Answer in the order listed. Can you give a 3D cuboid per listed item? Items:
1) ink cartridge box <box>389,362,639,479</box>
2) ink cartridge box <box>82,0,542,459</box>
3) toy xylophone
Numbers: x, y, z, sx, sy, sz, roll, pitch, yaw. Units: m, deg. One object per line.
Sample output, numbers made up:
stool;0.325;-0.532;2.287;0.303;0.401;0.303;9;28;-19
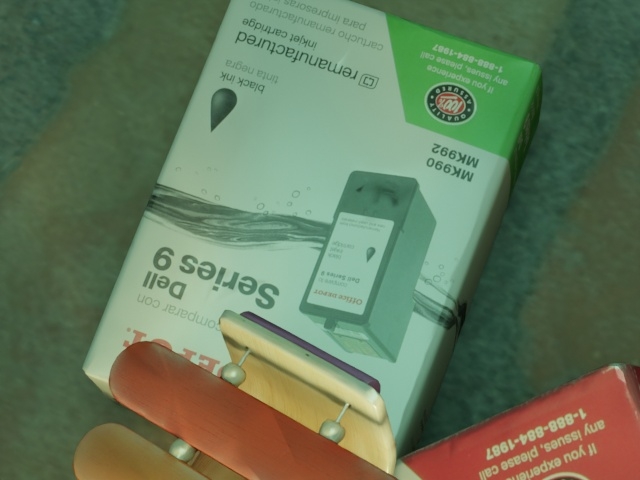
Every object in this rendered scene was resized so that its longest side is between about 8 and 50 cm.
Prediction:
ink cartridge box;0.145;0.300;1.012;0.279;0.160;0.384;-27;69;23
ink cartridge box;0.000;0.000;1.180;0.211;0.121;0.289;19;78;8
toy xylophone;-0.056;0.204;0.971;0.236;0.081;0.322;18;72;27
